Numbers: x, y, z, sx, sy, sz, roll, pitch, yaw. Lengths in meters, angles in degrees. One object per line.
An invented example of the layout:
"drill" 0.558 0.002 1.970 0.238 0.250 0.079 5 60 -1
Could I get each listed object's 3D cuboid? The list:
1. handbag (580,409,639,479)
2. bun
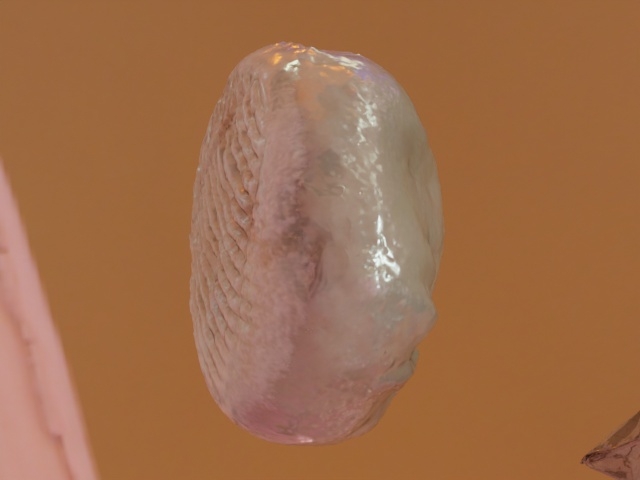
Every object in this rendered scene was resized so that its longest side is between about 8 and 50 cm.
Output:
"handbag" 0.338 0.128 1.204 0.270 0.182 0.117 -39 -130 44
"bun" 0.002 -0.005 1.353 0.354 0.194 0.354 -177 -90 -71
